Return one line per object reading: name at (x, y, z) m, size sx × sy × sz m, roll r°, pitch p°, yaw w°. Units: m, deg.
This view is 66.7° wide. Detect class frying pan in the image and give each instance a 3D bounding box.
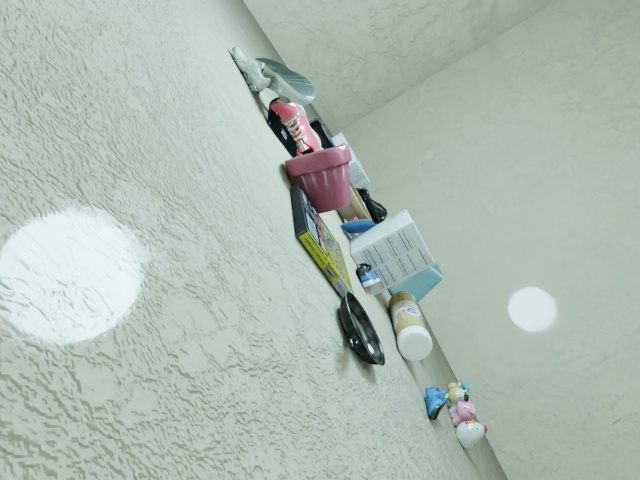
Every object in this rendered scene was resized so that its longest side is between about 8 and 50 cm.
frying pan at (0.097, 0.239, 1.131) m, size 0.197 × 0.053 × 0.326 m, roll 58°, pitch 13°, yaw -14°

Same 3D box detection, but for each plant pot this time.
plant pot at (0.009, -0.183, 1.488) m, size 0.201 × 0.201 × 0.181 m, roll -67°, pitch 143°, yaw -77°
plant pot at (0.130, -0.150, 2.145) m, size 0.237 × 0.109 × 0.237 m, roll 57°, pitch 11°, yaw -17°
plant pot at (0.419, 0.148, 2.427) m, size 0.252 × 0.247 × 0.248 m, roll 41°, pitch 14°, yaw -8°

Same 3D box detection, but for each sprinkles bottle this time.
sprinkles bottle at (0.338, 0.319, 1.874) m, size 0.121 × 0.121 × 0.355 m, roll 58°, pitch 10°, yaw -15°

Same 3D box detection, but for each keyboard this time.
keyboard at (-0.140, -0.374, 1.703) m, size 0.192 × 0.038 × 0.100 m, roll 51°, pitch 38°, yaw -48°

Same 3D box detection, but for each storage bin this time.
storage bin at (-0.016, -0.446, 2.192) m, size 0.180 × 0.122 × 0.084 m, roll 59°, pitch 11°, yaw -13°

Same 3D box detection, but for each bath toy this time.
bath toy at (0.625, 0.744, 2.101) m, size 0.152 × 0.128 × 0.348 m, roll 59°, pitch 11°, yaw -10°

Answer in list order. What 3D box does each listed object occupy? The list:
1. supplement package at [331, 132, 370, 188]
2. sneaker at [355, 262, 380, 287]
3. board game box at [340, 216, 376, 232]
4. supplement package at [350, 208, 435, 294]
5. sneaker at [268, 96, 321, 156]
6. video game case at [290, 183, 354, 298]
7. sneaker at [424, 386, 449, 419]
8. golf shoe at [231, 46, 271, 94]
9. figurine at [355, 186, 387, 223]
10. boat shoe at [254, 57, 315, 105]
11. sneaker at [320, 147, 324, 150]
supplement package at (0.107, -0.360, 2.403) m, size 0.178 × 0.175 × 0.293 m, roll 64°, pitch 11°, yaw 22°
sneaker at (0.172, 0.120, 1.773) m, size 0.085 × 0.058 × 0.152 m, roll 71°, pitch 18°, yaw 5°
board game box at (0.158, -0.071, 1.998) m, size 0.168 × 0.133 × 0.033 m, roll 36°, pitch 46°, yaw -65°
supplement package at (0.277, 0.042, 1.914) m, size 0.198 × 0.262 × 0.199 m, roll 59°, pitch 11°, yaw -13°
sneaker at (-0.078, -0.403, 1.815) m, size 0.314 × 0.115 × 0.136 m, roll 47°, pitch 25°, yaw -46°
video game case at (0.000, 0.000, 1.343) m, size 0.248 × 0.035 × 0.275 m, roll 55°, pitch 11°, yaw -29°
sneaker at (0.386, 0.556, 1.679) m, size 0.082 × 0.069 × 0.209 m, roll 30°, pitch 10°, yaw 20°
golf shoe at (-0.231, -0.590, 1.655) m, size 0.176 × 0.085 × 0.069 m, roll 59°, pitch 12°, yaw -2°
figurine at (0.187, -0.180, 2.358) m, size 0.209 × 0.214 × 0.092 m, roll 49°, pitch 60°, yaw -34°
boat shoe at (-0.133, -0.540, 1.698) m, size 0.118 × 0.103 × 0.320 m, roll -14°, pitch 44°, yaw -41°
sneaker at (0.007, -0.317, 2.038) m, size 0.235 × 0.094 × 0.153 m, roll 53°, pitch 18°, yaw 10°
